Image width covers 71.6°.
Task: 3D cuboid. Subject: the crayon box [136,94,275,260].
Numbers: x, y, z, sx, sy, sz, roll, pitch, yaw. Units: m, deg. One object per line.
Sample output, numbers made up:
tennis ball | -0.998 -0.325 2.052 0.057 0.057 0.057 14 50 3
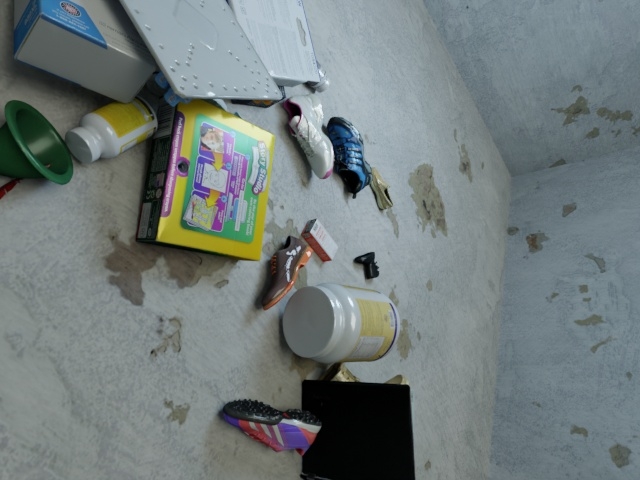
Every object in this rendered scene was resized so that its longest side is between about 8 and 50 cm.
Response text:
crayon box | -0.278 -0.148 1.146 0.313 0.106 0.363 16 78 -49

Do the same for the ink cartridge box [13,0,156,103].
ink cartridge box | -0.487 -0.475 0.920 0.223 0.129 0.308 12 53 -49

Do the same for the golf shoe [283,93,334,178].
golf shoe | -0.046 -0.355 1.523 0.140 0.115 0.307 -9 82 -40

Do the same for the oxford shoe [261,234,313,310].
oxford shoe | -0.122 0.094 1.334 0.098 0.097 0.271 41 44 -11

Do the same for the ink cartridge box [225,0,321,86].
ink cartridge box | -0.156 -0.632 1.331 0.330 0.071 0.324 -17 94 -52

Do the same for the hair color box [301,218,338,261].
hair color box | 0.000 0.000 1.524 0.141 0.043 0.072 53 45 -29

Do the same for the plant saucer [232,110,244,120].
plant saucer | -0.271 -0.296 1.292 0.067 0.018 0.192 50 46 -30

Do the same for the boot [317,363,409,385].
boot | 0.132 0.462 1.419 0.204 0.261 0.095 56 2 -8

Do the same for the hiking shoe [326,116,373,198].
hiking shoe | 0.105 -0.319 1.677 0.304 0.113 0.132 60 42 -21

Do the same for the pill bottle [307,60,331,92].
pill bottle | -0.027 -0.611 1.620 0.137 0.078 0.078 40 52 -38

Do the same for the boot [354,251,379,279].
boot | 0.183 0.102 1.723 0.121 0.045 0.099 -16 99 -49

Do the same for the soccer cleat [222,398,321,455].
soccer cleat | -0.134 0.510 1.193 0.318 0.108 0.117 28 84 -38

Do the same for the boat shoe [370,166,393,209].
boat shoe | 0.262 -0.225 1.875 0.068 0.072 0.190 -39 110 -48

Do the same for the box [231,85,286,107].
box | -0.203 -0.506 1.370 0.158 0.093 0.156 -13 91 -50

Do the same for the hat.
hat | -0.609 -0.145 0.841 0.208 0.183 0.173 -118 -177 -64

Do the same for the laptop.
laptop | 0.154 0.622 1.281 0.408 0.381 0.236 52 46 -28

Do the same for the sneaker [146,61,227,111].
sneaker | -0.345 -0.409 1.184 0.235 0.090 0.095 22 55 -47

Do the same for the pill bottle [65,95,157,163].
pill bottle | -0.460 -0.245 0.982 0.103 0.103 0.184 60 42 -21

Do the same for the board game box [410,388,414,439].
board game box | 0.225 0.641 1.591 0.303 0.097 0.224 25 61 -46

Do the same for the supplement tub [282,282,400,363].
supplement tub | 0.069 0.259 1.385 0.331 0.241 0.241 15 69 -47

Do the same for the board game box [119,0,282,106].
board game box | -0.297 -0.483 1.023 0.390 0.050 0.390 59 31 0
